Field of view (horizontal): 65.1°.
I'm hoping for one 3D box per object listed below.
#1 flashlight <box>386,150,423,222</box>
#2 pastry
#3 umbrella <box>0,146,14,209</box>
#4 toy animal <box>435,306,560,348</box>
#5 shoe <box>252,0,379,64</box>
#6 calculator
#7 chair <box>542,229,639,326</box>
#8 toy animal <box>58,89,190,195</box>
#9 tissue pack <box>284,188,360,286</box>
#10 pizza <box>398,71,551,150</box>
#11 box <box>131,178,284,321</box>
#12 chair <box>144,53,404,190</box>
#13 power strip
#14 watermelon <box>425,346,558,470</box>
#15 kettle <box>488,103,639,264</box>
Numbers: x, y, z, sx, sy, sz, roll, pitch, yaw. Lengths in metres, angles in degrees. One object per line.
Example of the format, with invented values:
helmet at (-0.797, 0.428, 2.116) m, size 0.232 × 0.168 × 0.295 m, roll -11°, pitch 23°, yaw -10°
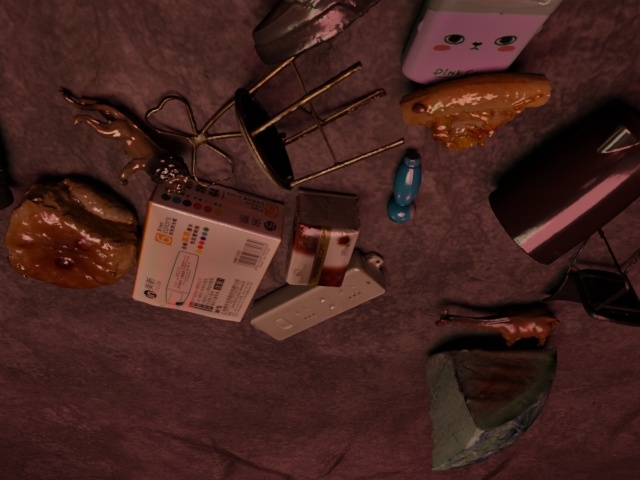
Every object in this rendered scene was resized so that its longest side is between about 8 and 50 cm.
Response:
flashlight at (0.135, -0.083, 0.806) m, size 0.051 × 0.051 × 0.129 m, roll 1°, pitch 135°, yaw -1°
pastry at (-0.429, -0.004, 0.858) m, size 0.229 × 0.100 × 0.218 m, roll -17°, pitch 134°, yaw 16°
umbrella at (-0.499, -0.169, 0.679) m, size 0.113 × 0.106 × 0.357 m, roll 4°, pitch 137°, yaw -8°
toy animal at (0.382, 0.182, 1.072) m, size 0.225 × 0.066 × 0.230 m, roll -18°, pitch 145°, yaw 27°
shoe at (0.018, -0.318, 0.519) m, size 0.293 × 0.109 × 0.149 m, roll -27°, pitch 127°, yaw 21°
calculator at (0.178, -0.248, 0.565) m, size 0.141 × 0.045 × 0.246 m, roll 0°, pitch 168°, yaw -5°
chair at (0.531, 0.098, 0.927) m, size 0.141 × 0.145 × 0.221 m, roll 8°, pitch 137°, yaw -7°
toy animal at (-0.287, -0.141, 0.734) m, size 0.220 × 0.069 × 0.086 m, roll 37°, pitch 126°, yaw -17°
tissue pack at (0.001, 0.001, 0.858) m, size 0.106 × 0.099 × 0.148 m, roll 6°, pitch 136°, yaw -7°
pizza at (0.196, -0.167, 0.684) m, size 0.182 × 0.062 × 0.161 m, roll -3°, pitch 167°, yaw 1°
box at (-0.206, 0.025, 0.892) m, size 0.221 × 0.091 × 0.273 m, roll 17°, pitch 134°, yaw -16°
chair at (-0.072, -0.142, 0.672) m, size 0.326 × 0.170 × 0.159 m, roll -23°, pitch 135°, yaw 15°
power strip at (-0.017, 0.120, 1.017) m, size 0.339 × 0.058 × 0.098 m, roll -29°, pitch 130°, yaw 28°
watermelon at (0.354, 0.339, 1.138) m, size 0.387 × 0.258 × 0.228 m, roll -36°, pitch 147°, yaw -21°
kettle at (0.404, -0.081, 0.748) m, size 0.202 × 0.143 × 0.232 m, roll 13°, pitch 136°, yaw -41°
